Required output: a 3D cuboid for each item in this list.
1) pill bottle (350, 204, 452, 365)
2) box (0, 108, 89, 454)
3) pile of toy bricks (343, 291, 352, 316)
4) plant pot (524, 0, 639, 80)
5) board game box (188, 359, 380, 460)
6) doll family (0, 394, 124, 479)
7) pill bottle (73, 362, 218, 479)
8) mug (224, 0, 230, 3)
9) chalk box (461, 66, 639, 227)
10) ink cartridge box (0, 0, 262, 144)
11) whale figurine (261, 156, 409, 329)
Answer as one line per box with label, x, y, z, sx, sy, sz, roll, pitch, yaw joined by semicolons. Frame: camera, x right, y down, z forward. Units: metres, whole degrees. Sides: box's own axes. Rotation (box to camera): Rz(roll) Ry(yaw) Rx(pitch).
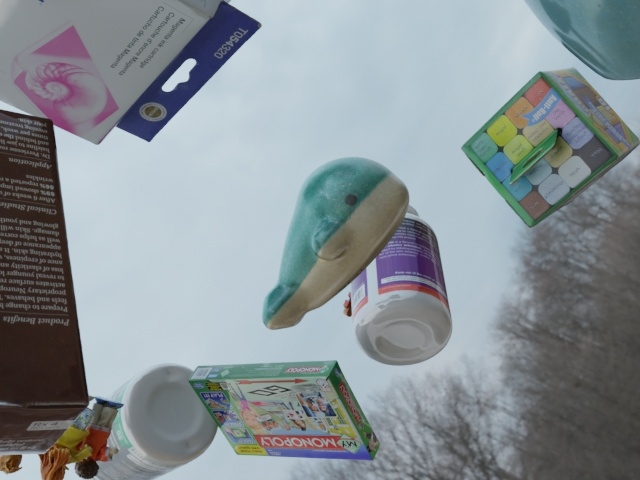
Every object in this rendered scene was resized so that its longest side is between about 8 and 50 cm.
pill bottle;0.147;0.070;1.560;0.322;0.182;0.181;-90;4;-48
box;-0.382;0.032;0.872;0.191;0.381;0.143;9;-41;-36
pile of toy bricks;0.127;0.200;1.738;0.212;0.118;0.105;29;-95;-33
plant pot;0.311;-0.259;0.740;0.290;0.290;0.195;-35;-66;-51
board game box;-0.070;0.319;1.510;0.213;0.318;0.046;64;-143;-26
doll family;-0.473;0.320;1.362;0.118;0.263;0.163;47;-121;-68
pill bottle;-0.378;0.401;1.684;0.361;0.204;0.204;-38;3;46
mug;-0.081;-0.506;1.184;0.374;0.276;0.328;-53;28;22
chalk box;0.363;-0.151;1.292;0.180;0.179;0.289;-44;-12;29
ink cartridge box;-0.308;-0.273;1.165;0.324;0.330;0.071;-37;42;37
whale figurine;0.000;0.000;1.120;0.272;0.141;0.216;-49;-8;2
